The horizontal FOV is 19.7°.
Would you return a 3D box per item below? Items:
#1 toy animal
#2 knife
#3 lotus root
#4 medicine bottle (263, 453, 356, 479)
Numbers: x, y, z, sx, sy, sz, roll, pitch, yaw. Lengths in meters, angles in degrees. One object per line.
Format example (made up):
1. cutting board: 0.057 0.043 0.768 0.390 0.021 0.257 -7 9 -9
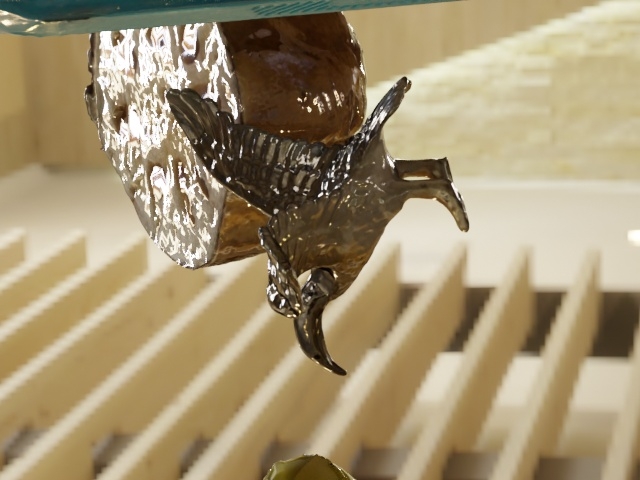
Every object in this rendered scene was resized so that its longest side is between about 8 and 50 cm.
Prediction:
1. toy animal: 0.016 -0.001 1.175 0.160 0.197 0.272 -25 -155 5
2. knife: 0.021 -0.095 0.639 0.297 0.026 0.044 -6 175 -15
3. lotus root: -0.059 -0.110 1.459 0.192 0.272 0.272 -4 -167 -30
4. medicine bottle: 0.015 0.313 1.973 0.124 0.124 0.239 5 159 27
